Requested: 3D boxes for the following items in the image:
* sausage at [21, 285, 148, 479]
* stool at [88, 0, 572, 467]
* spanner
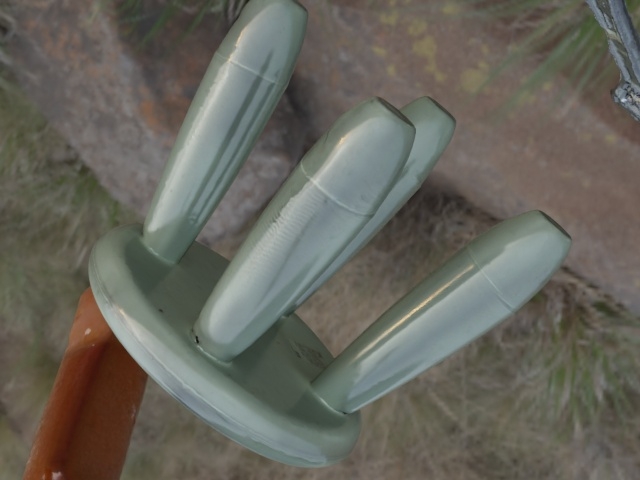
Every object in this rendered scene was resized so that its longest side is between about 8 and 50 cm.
[{"bbox_3d":[-0.233,0.163,1.239,0.097,0.348,0.094,-23,128,33],"label":"sausage"},{"bbox_3d":[0.000,0.000,0.686,0.195,0.195,0.199,31,108,-39],"label":"stool"},{"bbox_3d":[0.214,-0.152,0.847,0.026,0.093,0.325,-42,135,-1],"label":"spanner"}]
